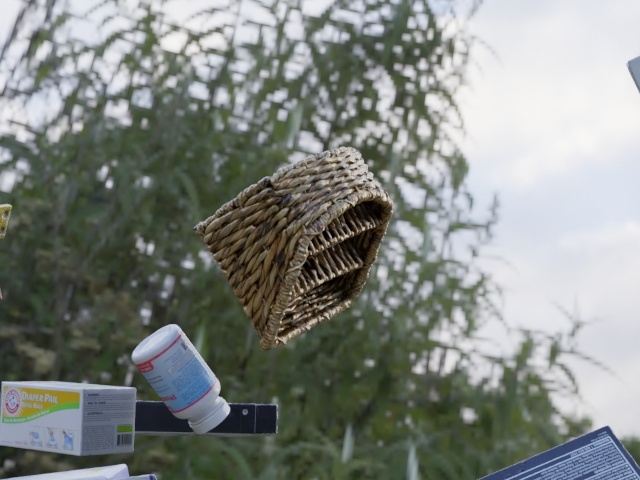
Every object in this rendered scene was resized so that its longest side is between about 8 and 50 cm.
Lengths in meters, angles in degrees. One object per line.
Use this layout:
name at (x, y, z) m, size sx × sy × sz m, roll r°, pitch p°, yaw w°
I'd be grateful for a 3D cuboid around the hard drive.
hard drive at (-0.275, 0.327, 2.568) m, size 0.339 × 0.064 × 0.237 m, roll 4°, pitch -7°, yaw -24°

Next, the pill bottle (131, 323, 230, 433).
pill bottle at (-0.209, 0.214, 2.126) m, size 0.087 × 0.087 × 0.160 m, roll -20°, pitch -71°, yaw 46°

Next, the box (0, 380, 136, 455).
box at (-0.401, 0.278, 2.198) m, size 0.203 × 0.103 × 0.114 m, roll -1°, pitch -5°, yaw 41°

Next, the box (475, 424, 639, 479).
box at (0.441, 0.522, 2.388) m, size 0.296 × 0.294 × 0.182 m, roll -20°, pitch -47°, yaw -11°

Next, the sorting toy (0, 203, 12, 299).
sorting toy at (-0.452, 0.072, 1.772) m, size 0.046 × 0.274 × 0.132 m, roll 19°, pitch -12°, yaw 16°

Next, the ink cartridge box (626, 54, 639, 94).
ink cartridge box at (0.600, -0.240, 1.917) m, size 0.307 × 0.129 × 0.223 m, roll -25°, pitch -12°, yaw 18°

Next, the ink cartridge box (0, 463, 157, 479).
ink cartridge box at (-0.239, 0.398, 1.518) m, size 0.307 × 0.303 × 0.072 m, roll -11°, pitch 5°, yaw 32°

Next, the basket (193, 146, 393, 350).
basket at (0.000, 0.000, 2.126) m, size 0.213 × 0.223 × 0.299 m, roll -34°, pitch -7°, yaw 30°
